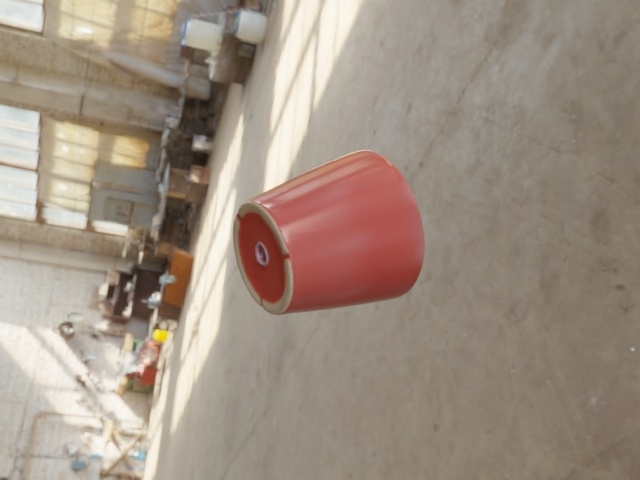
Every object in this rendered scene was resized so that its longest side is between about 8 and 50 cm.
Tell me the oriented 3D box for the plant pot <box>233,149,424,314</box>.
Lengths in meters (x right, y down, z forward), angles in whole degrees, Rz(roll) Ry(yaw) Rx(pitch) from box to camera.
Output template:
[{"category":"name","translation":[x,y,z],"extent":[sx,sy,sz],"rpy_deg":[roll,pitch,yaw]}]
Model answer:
[{"category":"plant pot","translation":[0.000,0.000,1.260],"extent":[0.275,0.243,0.275],"rpy_deg":[32,130,49]}]
